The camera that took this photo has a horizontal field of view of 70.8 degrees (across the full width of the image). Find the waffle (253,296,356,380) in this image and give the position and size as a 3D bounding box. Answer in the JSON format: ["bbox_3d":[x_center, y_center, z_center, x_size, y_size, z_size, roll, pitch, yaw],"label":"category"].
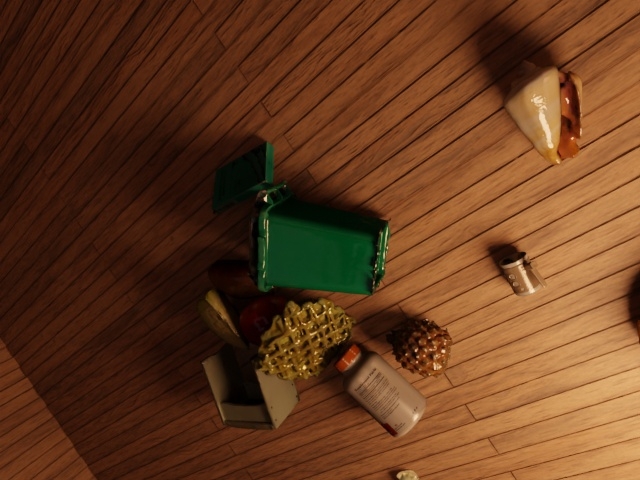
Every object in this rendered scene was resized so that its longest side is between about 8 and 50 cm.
[{"bbox_3d":[-0.049,0.319,1.409,0.297,0.073,0.317,22,104,-32],"label":"waffle"}]

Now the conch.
[{"bbox_3d":[0.515,-0.303,1.054,0.158,0.127,0.255,-26,119,0],"label":"conch"}]

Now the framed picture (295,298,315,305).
[{"bbox_3d":[-0.089,0.334,1.567,0.273,0.016,0.217,-23,95,28],"label":"framed picture"}]

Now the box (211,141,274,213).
[{"bbox_3d":[-0.242,-0.194,1.404,0.226,0.042,0.161,-22,54,28],"label":"box"}]

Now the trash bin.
[{"bbox_3d":[0.000,0.000,1.302,0.380,0.259,0.296,9,109,15],"label":"trash bin"}]

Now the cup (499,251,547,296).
[{"bbox_3d":[0.534,0.086,1.170,0.102,0.074,0.099,-22,99,49],"label":"cup"}]

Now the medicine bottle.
[{"bbox_3d":[0.176,0.455,1.404,0.288,0.157,0.157,42,118,8],"label":"medicine bottle"}]

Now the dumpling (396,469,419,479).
[{"bbox_3d":[0.301,0.807,1.525,0.077,0.043,0.060,38,102,27],"label":"dumpling"}]

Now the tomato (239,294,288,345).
[{"bbox_3d":[-0.169,0.266,1.469,0.195,0.195,0.136,-39,51,29],"label":"tomato"}]

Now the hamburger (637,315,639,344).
[{"bbox_3d":[0.882,0.186,0.994,0.289,0.170,0.315,17,111,16],"label":"hamburger"}]

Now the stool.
[{"bbox_3d":[-0.245,0.501,1.591,0.243,0.170,0.270,-10,102,31],"label":"stool"}]

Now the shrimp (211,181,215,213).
[{"bbox_3d":[-0.335,-0.143,1.524,0.090,0.025,0.127,25,112,14],"label":"shrimp"}]

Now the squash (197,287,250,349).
[{"bbox_3d":[-0.314,0.234,1.515,0.204,0.155,0.237,-9,121,45],"label":"squash"}]

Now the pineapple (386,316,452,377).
[{"bbox_3d":[0.283,0.306,1.314,0.192,0.166,0.167,13,111,20],"label":"pineapple"}]

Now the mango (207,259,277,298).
[{"bbox_3d":[-0.260,0.135,1.527,0.267,0.111,0.133,8,92,23],"label":"mango"}]
